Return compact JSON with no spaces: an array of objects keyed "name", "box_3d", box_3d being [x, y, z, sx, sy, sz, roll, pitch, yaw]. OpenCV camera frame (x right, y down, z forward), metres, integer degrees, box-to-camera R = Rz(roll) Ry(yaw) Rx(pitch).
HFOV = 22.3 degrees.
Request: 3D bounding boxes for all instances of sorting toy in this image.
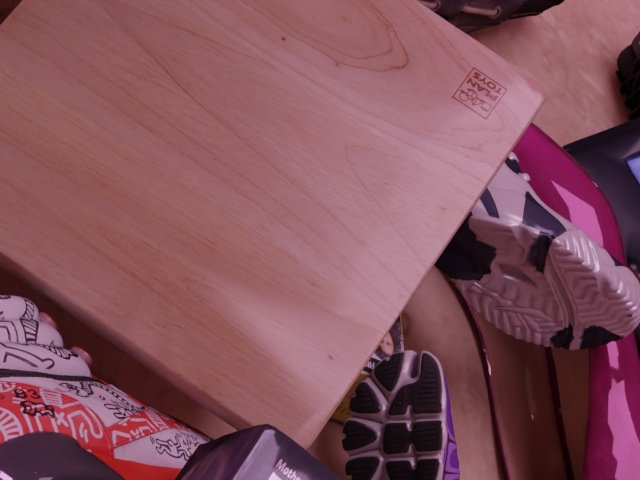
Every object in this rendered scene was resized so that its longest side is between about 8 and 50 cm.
[{"name":"sorting toy","box_3d":[-0.055,-0.044,0.883,0.257,0.089,0.255,34,66,4]}]

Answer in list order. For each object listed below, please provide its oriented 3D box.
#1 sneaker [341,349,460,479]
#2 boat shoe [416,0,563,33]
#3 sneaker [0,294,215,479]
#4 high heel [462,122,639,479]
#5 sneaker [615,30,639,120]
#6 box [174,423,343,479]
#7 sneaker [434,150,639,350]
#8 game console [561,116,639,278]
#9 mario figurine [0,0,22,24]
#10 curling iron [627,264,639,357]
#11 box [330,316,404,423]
[{"name":"sneaker","box_3d":[0.057,0.149,0.953,0.071,0.068,0.170,2,86,-60]},{"name":"boat shoe","box_3d":[0.099,-0.230,1.284,0.132,0.130,0.355,54,19,19]},{"name":"sneaker","box_3d":[-0.100,0.104,0.824,0.270,0.090,0.145,22,23,-52]},{"name":"high heel","box_3d":[0.132,0.059,1.079,0.181,0.127,0.377,-20,69,-44]},{"name":"sneaker","box_3d":[0.292,-0.113,1.433,0.118,0.083,0.222,37,42,15]},{"name":"box","box_3d":[0.027,0.320,0.676,0.395,0.097,0.318,40,64,-11]},{"name":"sneaker","box_3d":[0.109,-0.037,1.041,0.235,0.094,0.153,22,47,-6]},{"name":"game console","box_3d":[0.370,0.030,1.260,0.386,0.060,0.342,-20,74,-23]},{"name":"mario figurine","box_3d":[-0.133,-0.251,1.058,0.198,0.170,0.321,53,43,-64]},{"name":"curling iron","box_3d":[0.211,0.045,1.166,0.068,0.035,0.274,-13,64,-43]},{"name":"box","box_3d":[0.000,0.000,1.040,0.087,0.058,0.232,23,44,-30]}]
